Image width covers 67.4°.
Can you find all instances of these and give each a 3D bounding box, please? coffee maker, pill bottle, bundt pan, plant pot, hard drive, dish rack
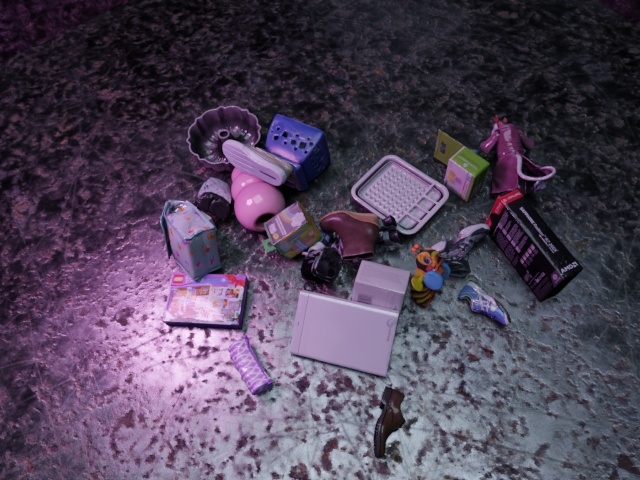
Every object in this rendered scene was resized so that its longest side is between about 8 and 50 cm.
[{"bbox_3d":[0.001,0.112,1.782,0.120,0.178,0.171,0,87,-15],"label":"coffee maker"},{"bbox_3d":[0.000,0.000,1.919,0.067,0.067,0.120,23,66,15],"label":"pill bottle"},{"bbox_3d":[-0.417,-0.439,2.148,0.331,0.124,0.330,-2,62,4],"label":"bundt pan"},{"bbox_3d":[-0.115,-0.355,2.028,0.236,0.236,0.212,25,74,17],"label":"plant pot"},{"bbox_3d":[0.081,0.325,1.694,0.354,0.047,0.232,12,96,9],"label":"hard drive"},{"bbox_3d":[0.325,-0.182,1.990,0.333,0.072,0.285,38,72,21],"label":"dish rack"}]

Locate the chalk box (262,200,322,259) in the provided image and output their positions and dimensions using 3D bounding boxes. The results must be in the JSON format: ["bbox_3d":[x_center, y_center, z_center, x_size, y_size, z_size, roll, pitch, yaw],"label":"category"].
[{"bbox_3d":[-0.126,-0.025,1.877,0.213,0.132,0.132,-33,50,9],"label":"chalk box"}]

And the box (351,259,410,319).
[{"bbox_3d":[0.213,0.189,1.727,0.182,0.180,0.119,13,42,11],"label":"box"}]

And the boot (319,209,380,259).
[{"bbox_3d":[0.095,-0.016,1.792,0.249,0.090,0.206,-4,45,20],"label":"boot"}]

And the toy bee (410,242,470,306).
[{"bbox_3d":[0.390,0.089,1.726,0.162,0.195,0.298,36,110,15],"label":"toy bee"}]

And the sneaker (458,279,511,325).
[{"bbox_3d":[0.599,0.241,1.753,0.081,0.080,0.211,-40,57,-9],"label":"sneaker"}]

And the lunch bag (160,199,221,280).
[{"bbox_3d":[-0.518,-0.011,1.855,0.160,0.223,0.262,-29,50,-32],"label":"lunch bag"}]

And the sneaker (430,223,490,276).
[{"bbox_3d":[0.554,0.050,1.840,0.269,0.101,0.153,-26,64,-3],"label":"sneaker"}]

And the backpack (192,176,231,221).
[{"bbox_3d":[-0.436,-0.179,1.985,0.115,0.152,0.182,-48,29,15],"label":"backpack"}]

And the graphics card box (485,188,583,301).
[{"bbox_3d":[0.765,0.020,1.763,0.094,0.232,0.370,-23,62,-9],"label":"graphics card box"}]

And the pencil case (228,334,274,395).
[{"bbox_3d":[-0.246,0.443,1.691,0.088,0.086,0.206,-46,65,19],"label":"pencil case"}]

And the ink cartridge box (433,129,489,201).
[{"bbox_3d":[0.547,-0.305,1.975,0.097,0.188,0.255,-42,66,-15],"label":"ink cartridge box"}]

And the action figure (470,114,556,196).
[{"bbox_3d":[0.760,-0.355,1.953,0.248,0.275,0.369,-10,76,5],"label":"action figure"}]

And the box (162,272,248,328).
[{"bbox_3d":[-0.434,0.229,1.834,0.294,0.057,0.200,3,63,5],"label":"box"}]

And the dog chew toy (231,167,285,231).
[{"bbox_3d":[-0.274,-0.196,1.974,0.207,0.206,0.331,-22,56,-8],"label":"dog chew toy"}]

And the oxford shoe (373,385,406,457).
[{"bbox_3d":[0.231,0.603,1.579,0.096,0.082,0.227,17,66,7],"label":"oxford shoe"}]

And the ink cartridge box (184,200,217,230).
[{"bbox_3d":[-0.492,-0.074,1.972,0.180,0.104,0.060,33,68,19],"label":"ink cartridge box"}]

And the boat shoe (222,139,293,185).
[{"bbox_3d":[-0.249,-0.314,1.902,0.302,0.109,0.094,32,46,13],"label":"boat shoe"}]

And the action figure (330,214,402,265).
[{"bbox_3d":[0.167,0.001,1.882,0.285,0.099,0.185,-17,67,17],"label":"action figure"}]
